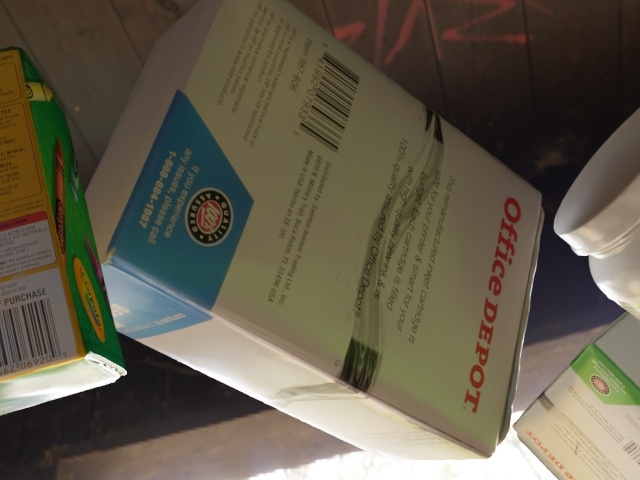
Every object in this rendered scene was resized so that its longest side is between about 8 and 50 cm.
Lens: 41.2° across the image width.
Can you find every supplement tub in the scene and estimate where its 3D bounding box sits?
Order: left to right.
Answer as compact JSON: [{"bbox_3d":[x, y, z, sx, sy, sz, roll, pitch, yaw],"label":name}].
[{"bbox_3d":[0.428,0.015,0.862,0.324,0.235,0.235,38,-57,-2],"label":"supplement tub"}]

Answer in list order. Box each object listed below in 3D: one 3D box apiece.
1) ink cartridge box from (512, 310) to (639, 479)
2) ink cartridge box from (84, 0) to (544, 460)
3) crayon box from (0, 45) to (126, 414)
[{"bbox_3d":[0.432,0.261,1.226,0.121,0.211,0.289,-31,-22,-29],"label":"ink cartridge box"},{"bbox_3d":[0.000,0.000,0.779,0.395,0.286,0.166,32,-29,-26],"label":"ink cartridge box"},{"bbox_3d":[-0.257,0.025,0.426,0.278,0.165,0.081,-16,-16,-5],"label":"crayon box"}]
